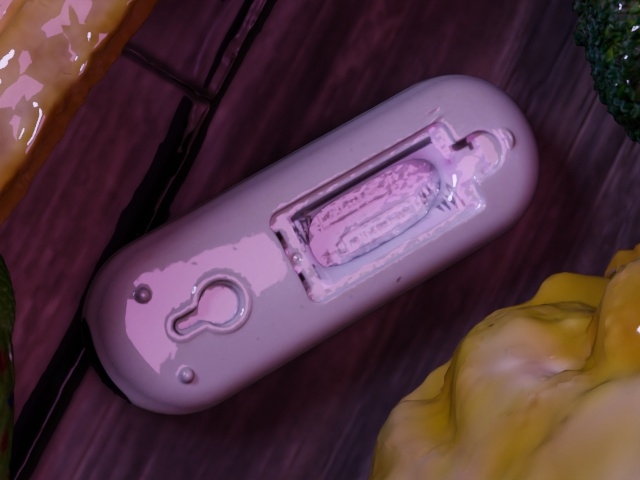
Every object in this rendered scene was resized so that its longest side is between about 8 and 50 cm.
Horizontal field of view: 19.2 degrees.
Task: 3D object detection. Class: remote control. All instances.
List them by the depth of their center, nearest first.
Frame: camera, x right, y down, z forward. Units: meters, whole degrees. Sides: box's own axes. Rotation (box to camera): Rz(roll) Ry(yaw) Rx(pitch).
[{"bbox_3d":[0.000,0.000,0.816,0.221,0.042,0.078,-30,97,-17],"label":"remote control"}]

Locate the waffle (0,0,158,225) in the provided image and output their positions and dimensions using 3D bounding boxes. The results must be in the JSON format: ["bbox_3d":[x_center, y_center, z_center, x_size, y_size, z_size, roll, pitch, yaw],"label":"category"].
[{"bbox_3d":[-0.200,-0.179,0.723,0.348,0.077,0.304,35,76,-4],"label":"waffle"}]

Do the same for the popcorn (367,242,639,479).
[{"bbox_3d":[0.166,0.178,0.712,0.382,0.349,0.349,31,79,-28],"label":"popcorn"}]

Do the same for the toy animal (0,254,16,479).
[{"bbox_3d":[-0.157,0.058,0.766,0.075,0.041,0.217,-6,93,-25],"label":"toy animal"}]

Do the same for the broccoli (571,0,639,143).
[{"bbox_3d":[0.264,-0.101,0.785,0.297,0.297,0.297,-18,129,-24],"label":"broccoli"}]
